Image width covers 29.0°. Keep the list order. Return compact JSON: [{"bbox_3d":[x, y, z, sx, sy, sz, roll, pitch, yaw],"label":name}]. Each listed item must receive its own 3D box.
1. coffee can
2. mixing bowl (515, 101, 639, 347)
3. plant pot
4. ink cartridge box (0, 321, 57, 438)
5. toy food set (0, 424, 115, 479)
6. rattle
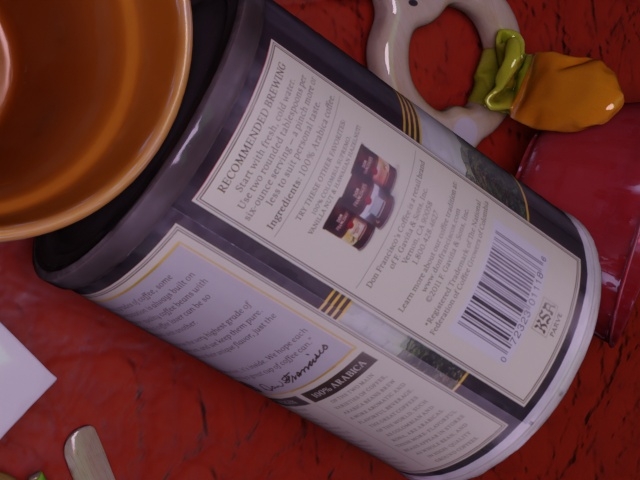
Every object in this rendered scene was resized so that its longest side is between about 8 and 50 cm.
[{"bbox_3d":[0.000,0.000,0.738,0.275,0.201,0.201,33,75,-25],"label":"coffee can"},{"bbox_3d":[0.190,-0.024,0.879,0.181,0.098,0.181,18,90,-72],"label":"mixing bowl"},{"bbox_3d":[-0.196,-0.102,0.638,0.205,0.188,0.205,-1,91,-29],"label":"plant pot"},{"bbox_3d":[-0.244,0.119,0.655,0.198,0.115,0.067,-47,111,-19],"label":"ink cartridge box"},{"bbox_3d":[-0.192,0.204,0.727,0.192,0.038,0.132,-27,103,-26],"label":"toy food set"},{"bbox_3d":[0.085,-0.147,0.823,0.130,0.143,0.200,-37,114,-4],"label":"rattle"}]
